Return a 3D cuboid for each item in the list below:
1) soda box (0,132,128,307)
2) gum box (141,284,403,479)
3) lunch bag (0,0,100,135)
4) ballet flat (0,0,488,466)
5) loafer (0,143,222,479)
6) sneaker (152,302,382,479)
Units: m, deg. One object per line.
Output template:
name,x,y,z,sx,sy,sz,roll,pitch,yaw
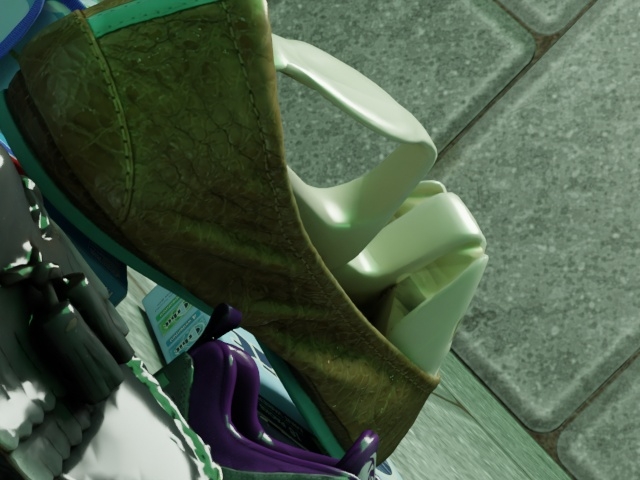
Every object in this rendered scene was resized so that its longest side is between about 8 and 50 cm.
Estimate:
soda box,-0.169,-0.033,0.492,0.210,0.071,0.067,43,5,-15
gum box,-0.019,0.104,0.771,0.157,0.041,0.184,42,5,-29
lunch bag,-0.147,-0.064,0.610,0.151,0.129,0.096,45,4,-6
ballet flat,0.000,0.000,0.577,0.116,0.124,0.342,59,4,37
loafer,-0.133,-0.011,0.369,0.302,0.095,0.109,42,23,-15
sneaker,0.008,0.126,0.458,0.223,0.098,0.083,45,5,10
